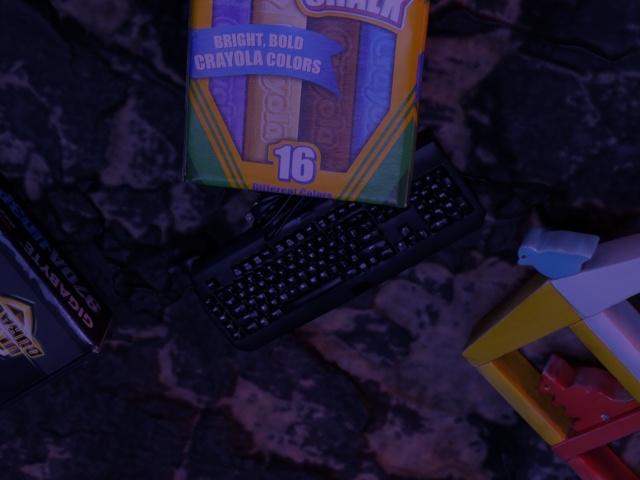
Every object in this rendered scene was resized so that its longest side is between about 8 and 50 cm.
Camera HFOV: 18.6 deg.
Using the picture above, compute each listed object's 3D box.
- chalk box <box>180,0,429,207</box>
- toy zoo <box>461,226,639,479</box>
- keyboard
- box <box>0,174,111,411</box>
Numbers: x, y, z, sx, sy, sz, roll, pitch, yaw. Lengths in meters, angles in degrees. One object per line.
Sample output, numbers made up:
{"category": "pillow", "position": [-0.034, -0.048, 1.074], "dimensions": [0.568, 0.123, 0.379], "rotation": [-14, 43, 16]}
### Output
{"category": "chalk box", "position": [0.000, -0.145, 1.096], "dimensions": [0.132, 0.132, 0.213], "rotation": [8, 118, 3]}
{"category": "toy zoo", "position": [0.221, 0.098, 1.207], "dimensions": [0.293, 0.030, 0.192], "rotation": [46, 134, -15]}
{"category": "keyboard", "position": [0.000, 0.000, 1.219], "dimensions": [0.192, 0.038, 0.100], "rotation": [-30, 109, 18]}
{"category": "box", "position": [-0.268, 0.019, 1.251], "dimensions": [0.175, 0.051, 0.220], "rotation": [-30, 110, 19]}
